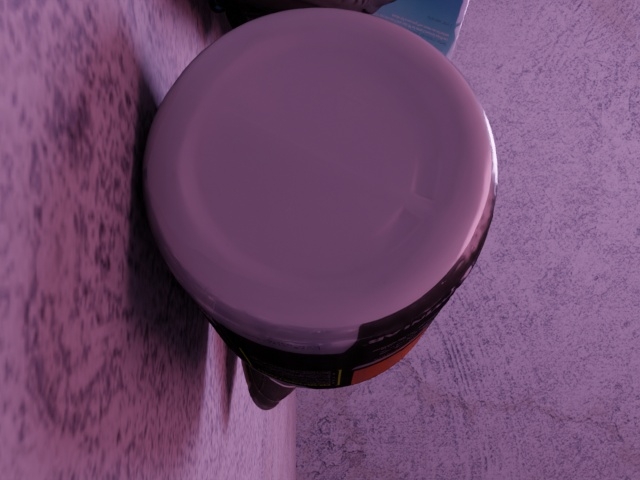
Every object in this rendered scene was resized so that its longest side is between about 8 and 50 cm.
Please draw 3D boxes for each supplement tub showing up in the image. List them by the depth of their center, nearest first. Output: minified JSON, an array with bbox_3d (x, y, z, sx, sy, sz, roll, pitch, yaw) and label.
[{"bbox_3d":[0.000,0.000,0.556,0.316,0.194,0.193,92,-2,-74],"label":"supplement tub"}]

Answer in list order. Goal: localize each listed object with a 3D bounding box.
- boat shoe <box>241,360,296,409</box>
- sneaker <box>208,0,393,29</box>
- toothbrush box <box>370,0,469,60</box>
[{"bbox_3d":[-0.065,0.100,0.897,0.070,0.078,0.219,-55,-158,21],"label":"boat shoe"},{"bbox_3d":[-0.031,-0.200,0.633,0.125,0.140,0.341,59,23,2],"label":"sneaker"},{"bbox_3d":[0.037,-0.194,0.914,0.216,0.126,0.295,36,-67,62],"label":"toothbrush box"}]
